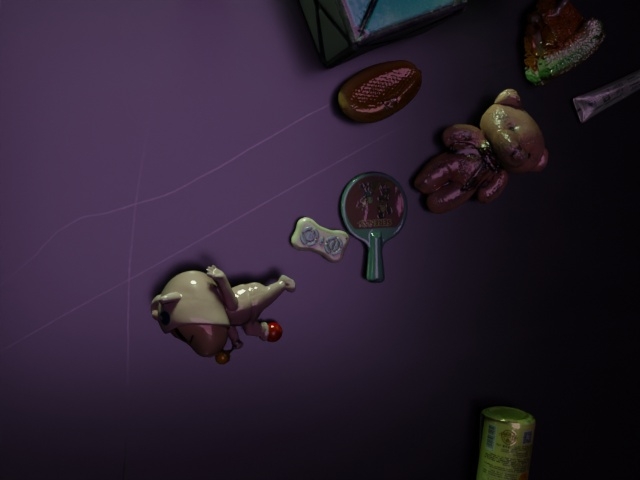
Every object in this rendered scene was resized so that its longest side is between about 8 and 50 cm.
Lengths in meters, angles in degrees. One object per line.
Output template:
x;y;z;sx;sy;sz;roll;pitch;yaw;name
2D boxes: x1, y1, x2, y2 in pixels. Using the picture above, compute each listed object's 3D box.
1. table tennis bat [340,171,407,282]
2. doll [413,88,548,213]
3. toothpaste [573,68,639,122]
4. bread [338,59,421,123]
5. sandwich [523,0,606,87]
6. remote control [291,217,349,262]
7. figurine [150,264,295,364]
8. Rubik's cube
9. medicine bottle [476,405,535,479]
0.119;-0.029;1.636;0.152;0.040;0.244;-1;91;-14;table tennis bat
0.354;-0.171;1.618;0.303;0.156;0.201;-36;104;-3;doll
0.687;-0.348;1.735;0.218;0.041;0.064;-27;107;-6;toothpaste
0.126;-0.315;1.586;0.189;0.077;0.114;-25;81;-9;bread
0.516;-0.452;1.647;0.185;0.109;0.160;-45;105;-6;sandwich
0.000;0.000;1.610;0.122;0.032;0.074;20;91;-15;remote control
-0.195;0.152;1.515;0.287;0.176;0.186;2;70;-27;figurine
0.104;-0.511;1.467;0.259;0.255;0.260;-25;101;-9;Rubik's cube
0.422;0.511;1.719;0.124;0.124;0.239;5;95;-14;medicine bottle
